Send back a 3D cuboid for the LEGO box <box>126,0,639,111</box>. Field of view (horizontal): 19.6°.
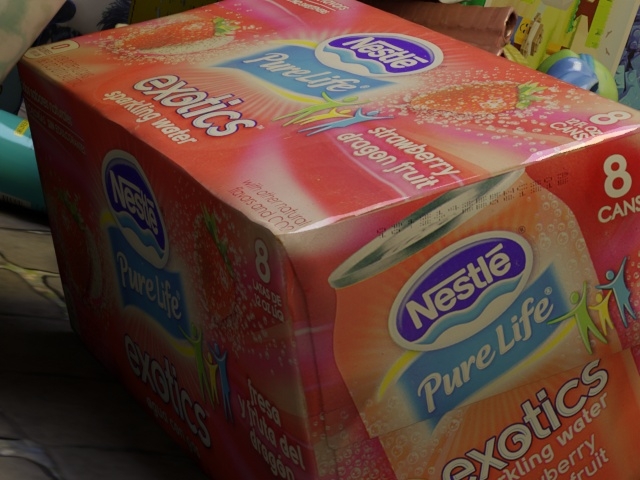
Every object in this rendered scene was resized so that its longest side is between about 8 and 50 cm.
[{"bbox_3d":[0.093,-0.259,1.310,0.372,0.500,0.193,4,14,-35],"label":"LEGO box"}]

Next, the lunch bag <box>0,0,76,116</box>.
[{"bbox_3d":[-0.255,-0.155,1.104,0.138,0.221,0.293,22,14,36],"label":"lunch bag"}]

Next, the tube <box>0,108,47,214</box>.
[{"bbox_3d":[-0.116,-0.023,1.090,0.207,0.052,0.080,20,21,0],"label":"tube"}]

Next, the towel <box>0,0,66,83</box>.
[{"bbox_3d":[-0.153,-0.137,0.823,0.090,0.374,0.320,38,5,-13],"label":"towel"}]

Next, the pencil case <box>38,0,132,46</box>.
[{"bbox_3d":[-0.168,-0.192,1.539,0.183,0.160,0.410,-18,30,-41],"label":"pencil case"}]

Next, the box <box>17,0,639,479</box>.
[{"bbox_3d":[0.000,0.000,0.745,0.154,0.142,0.300,-17,23,-20],"label":"box"}]

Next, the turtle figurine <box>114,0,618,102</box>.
[{"bbox_3d":[0.022,-0.045,1.039,0.266,0.197,0.274,-3,10,-2],"label":"turtle figurine"}]
